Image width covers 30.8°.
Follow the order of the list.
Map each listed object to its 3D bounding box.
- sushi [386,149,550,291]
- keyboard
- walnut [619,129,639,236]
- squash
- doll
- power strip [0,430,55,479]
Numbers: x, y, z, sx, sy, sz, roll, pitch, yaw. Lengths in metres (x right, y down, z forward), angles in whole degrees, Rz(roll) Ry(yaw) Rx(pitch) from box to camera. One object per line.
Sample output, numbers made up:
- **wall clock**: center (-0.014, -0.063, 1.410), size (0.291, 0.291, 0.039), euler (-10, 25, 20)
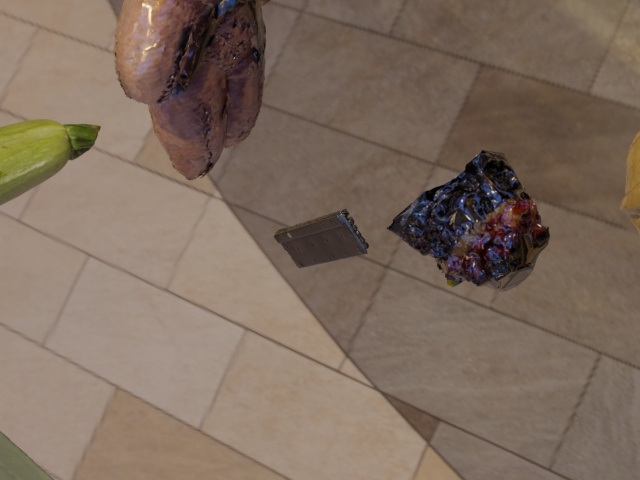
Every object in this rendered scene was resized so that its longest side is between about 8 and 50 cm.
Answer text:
- **sushi**: center (0.220, -0.007, 1.571), size (0.172, 0.153, 0.150), euler (-42, 67, 28)
- **keyboard**: center (0.001, 0.000, 1.680), size (0.023, 0.231, 0.072), euler (-41, 101, -24)
- **walnut**: center (0.478, -0.065, 1.355), size (0.257, 0.257, 0.225), euler (-12, 77, 20)
- **squash**: center (-0.315, -0.084, 1.180), size (0.200, 0.090, 0.075), euler (-33, 96, -20)
- **doll**: center (-0.055, -0.173, 0.829), size (0.156, 0.303, 0.201), euler (14, 46, 19)
- **power strip**: center (-0.254, 0.275, 0.792), size (0.261, 0.141, 0.229), euler (28, 101, 39)
